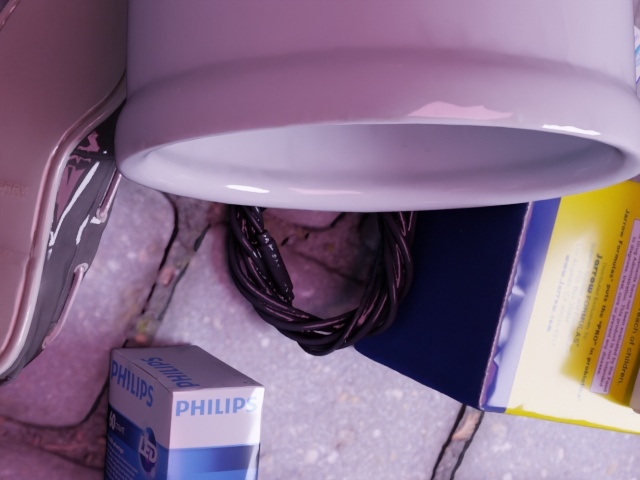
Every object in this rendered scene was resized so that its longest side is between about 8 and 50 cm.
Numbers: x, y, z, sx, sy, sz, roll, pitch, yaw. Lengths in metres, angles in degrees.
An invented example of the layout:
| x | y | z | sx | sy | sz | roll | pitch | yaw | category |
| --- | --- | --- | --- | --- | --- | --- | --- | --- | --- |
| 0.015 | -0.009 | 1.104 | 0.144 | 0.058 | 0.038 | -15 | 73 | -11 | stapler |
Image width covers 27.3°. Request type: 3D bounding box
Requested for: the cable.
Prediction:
| x | y | z | sx | sy | sz | roll | pitch | yaw | category |
| --- | --- | --- | --- | --- | --- | --- | --- | --- | --- |
| 0.000 | 0.000 | 1.038 | 0.150 | 0.047 | 0.184 | 9 | 94 | -11 | cable |

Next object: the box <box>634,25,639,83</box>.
| x | y | z | sx | sy | sz | roll | pitch | yaw | category |
| --- | --- | --- | --- | --- | --- | --- | --- | --- | --- |
| 0.240 | -0.167 | 1.164 | 0.136 | 0.028 | 0.081 | 31 | 84 | -27 | box |

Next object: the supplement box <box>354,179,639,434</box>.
| x | y | z | sx | sy | sz | roll | pitch | yaw | category |
| --- | --- | --- | --- | --- | --- | --- | --- | --- | --- |
| 0.242 | 0.048 | 1.109 | 0.356 | 0.194 | 0.195 | 13 | 93 | -30 | supplement box |

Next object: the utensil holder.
| x | y | z | sx | sy | sz | roll | pitch | yaw | category |
| --- | --- | --- | --- | --- | --- | --- | --- | --- | --- |
| 0.035 | -0.229 | 0.841 | 0.327 | 0.327 | 0.385 | 3 | 82 | -28 | utensil holder |

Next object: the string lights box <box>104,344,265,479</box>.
| x | y | z | sx | sy | sz | roll | pitch | yaw | category |
| --- | --- | --- | --- | --- | --- | --- | --- | --- | --- |
| -0.110 | 0.220 | 0.986 | 0.076 | 0.133 | 0.260 | 1 | 99 | -28 | string lights box |

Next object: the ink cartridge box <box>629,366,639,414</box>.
| x | y | z | sx | sy | sz | roll | pitch | yaw | category |
| --- | --- | --- | --- | --- | --- | --- | --- | --- | --- |
| 0.338 | 0.054 | 0.999 | 0.148 | 0.086 | 0.203 | 14 | 91 | -30 | ink cartridge box |

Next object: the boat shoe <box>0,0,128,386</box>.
| x | y | z | sx | sy | sz | roll | pitch | yaw | category |
| --- | --- | --- | --- | --- | --- | --- | --- | --- | --- |
| -0.194 | -0.058 | 0.929 | 0.112 | 0.095 | 0.335 | 19 | 85 | 6 | boat shoe |
